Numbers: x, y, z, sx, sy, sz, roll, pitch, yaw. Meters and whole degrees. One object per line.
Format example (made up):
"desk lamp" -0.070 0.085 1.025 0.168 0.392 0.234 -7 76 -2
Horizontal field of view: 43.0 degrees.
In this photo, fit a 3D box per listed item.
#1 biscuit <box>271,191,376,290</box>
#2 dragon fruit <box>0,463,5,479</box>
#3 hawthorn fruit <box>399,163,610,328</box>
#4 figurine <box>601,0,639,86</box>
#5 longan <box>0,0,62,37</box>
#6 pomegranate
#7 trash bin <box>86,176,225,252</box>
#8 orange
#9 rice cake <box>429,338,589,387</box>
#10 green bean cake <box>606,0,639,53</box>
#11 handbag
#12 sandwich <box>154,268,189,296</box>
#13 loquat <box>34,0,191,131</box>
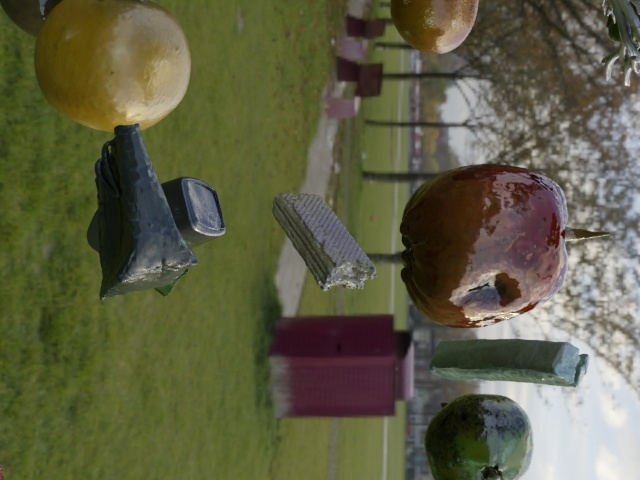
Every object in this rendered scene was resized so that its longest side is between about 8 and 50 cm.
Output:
"biscuit" 0.000 0.000 1.485 0.239 0.108 0.062 55 -51 39
"dragon fruit" -0.483 0.392 1.061 0.163 0.189 0.262 15 67 -52
"hawthorn fruit" 0.238 0.004 1.201 0.258 0.261 0.258 42 -39 47
"figurine" 0.464 -0.320 1.041 0.316 0.206 0.284 -92 156 -59
"longan" -0.529 -0.488 1.600 0.159 0.184 0.204 -41 -158 48
"pomegranate" 0.326 0.422 1.689 0.276 0.221 0.204 69 5 -76
"trash bin" -0.397 -0.039 1.972 0.209 0.290 0.182 19 53 -67
"orange" 0.174 -0.368 1.255 0.156 0.124 0.156 -40 138 -49
"rice cake" 0.291 0.198 1.332 0.066 0.063 0.336 -58 -158 -21
"green bean cake" 0.670 -0.461 1.502 0.156 0.249 0.247 118 -19 -66
"handbag" -0.219 -0.028 0.937 0.270 0.088 0.175 -23 -100 67
"sandwich" -0.222 0.004 1.115 0.074 0.116 0.074 -43 -175 30
"loquat" -0.365 -0.327 1.448 0.275 0.274 0.275 1 90 -83
